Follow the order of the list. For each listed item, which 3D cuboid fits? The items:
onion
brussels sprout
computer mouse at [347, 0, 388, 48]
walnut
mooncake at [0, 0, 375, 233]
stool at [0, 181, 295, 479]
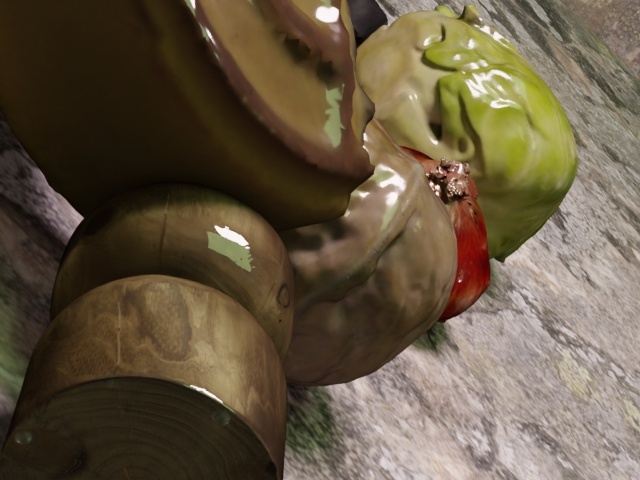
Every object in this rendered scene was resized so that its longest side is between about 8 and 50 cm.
[{"bbox_3d":[0.109,-0.028,1.846,0.230,0.163,0.230,29,25,-15],"label":"onion"},{"bbox_3d":[0.177,-0.126,2.064,0.328,0.247,0.328,44,3,-3],"label":"brussels sprout"},{"bbox_3d":[-0.038,-0.373,2.229,0.323,0.116,0.183,48,16,-26],"label":"computer mouse"},{"bbox_3d":[-0.001,0.000,1.476,0.248,0.248,0.248,42,21,-20],"label":"walnut"},{"bbox_3d":[-0.098,-0.193,1.343,0.393,0.246,0.394,-37,106,-61],"label":"mooncake"},{"bbox_3d":[-0.109,0.096,1.140,0.179,0.179,0.264,42,21,-19],"label":"stool"}]
